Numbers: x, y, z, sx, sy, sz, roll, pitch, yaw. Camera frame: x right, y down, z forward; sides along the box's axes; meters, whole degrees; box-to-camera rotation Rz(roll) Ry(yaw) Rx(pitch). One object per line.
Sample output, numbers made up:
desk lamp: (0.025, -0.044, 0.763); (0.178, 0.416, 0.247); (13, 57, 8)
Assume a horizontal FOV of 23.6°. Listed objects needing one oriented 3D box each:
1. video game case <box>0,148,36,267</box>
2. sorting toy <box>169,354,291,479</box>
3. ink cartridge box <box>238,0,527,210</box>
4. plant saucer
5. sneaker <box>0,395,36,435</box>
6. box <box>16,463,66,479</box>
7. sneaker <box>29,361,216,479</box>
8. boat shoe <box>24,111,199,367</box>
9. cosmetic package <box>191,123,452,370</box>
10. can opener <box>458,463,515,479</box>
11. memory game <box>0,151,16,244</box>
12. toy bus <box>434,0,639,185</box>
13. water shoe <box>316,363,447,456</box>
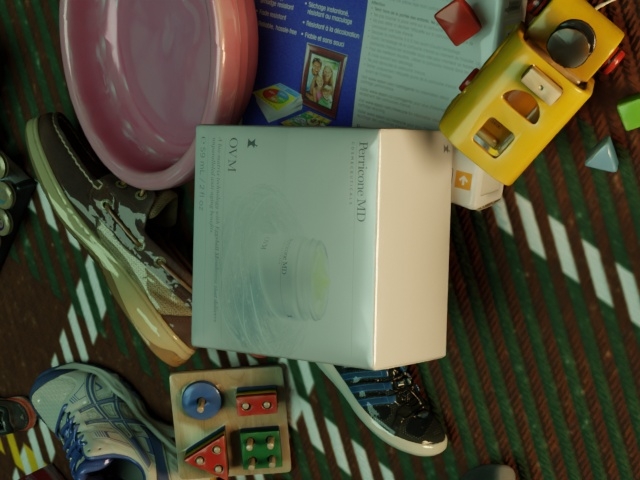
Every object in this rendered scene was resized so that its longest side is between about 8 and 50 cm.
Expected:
video game case: (-0.510, -0.049, 2.039); (0.248, 0.035, 0.275); (42, 125, 19)
sorting toy: (-0.103, 0.224, 1.765); (0.132, 0.046, 0.274); (-4, 107, 0)
ink cartridge box: (0.059, -0.217, 1.543); (0.303, 0.072, 0.307); (19, 112, 32)
plant saucer: (-0.171, -0.222, 1.659); (0.332, 0.084, 0.332); (15, 109, 51)
sneaker: (-0.456, 0.241, 2.068); (0.158, 0.065, 0.061); (-14, 96, 39)
box: (-0.340, 0.437, 2.002); (0.257, 0.128, 0.123); (46, 126, 18)
sneaker: (-0.271, 0.248, 1.891); (0.296, 0.131, 0.112); (26, 120, 30)
boat shoe: (-0.218, -0.022, 1.793); (0.123, 0.123, 0.342); (-35, 78, 8)
cosmetic package: (0.000, 0.000, 1.500); (0.224, 0.138, 0.224); (4, 95, 34)
can opener: (0.123, 0.328, 1.667); (0.280, 0.074, 0.093); (-34, 38, 39)
memory game: (-0.458, -0.068, 1.963); (0.186, 0.012, 0.186); (12, 112, 33)
toy bus: (0.199, -0.147, 1.385); (0.191, 0.104, 0.202); (-4, 109, 14)
water shoe: (0.066, 0.145, 1.643); (0.203, 0.073, 0.080); (44, 123, 18)
